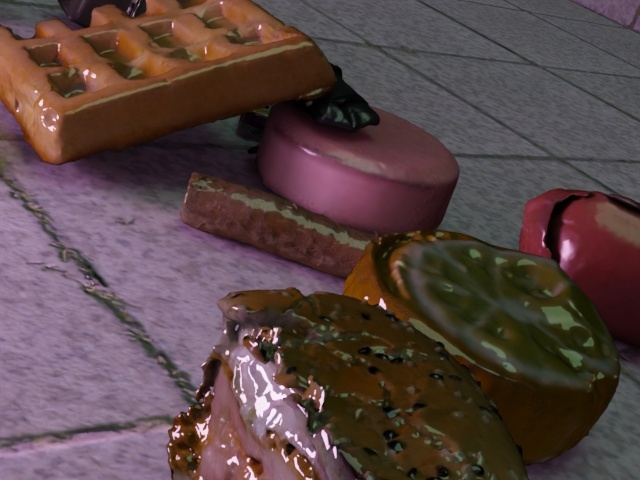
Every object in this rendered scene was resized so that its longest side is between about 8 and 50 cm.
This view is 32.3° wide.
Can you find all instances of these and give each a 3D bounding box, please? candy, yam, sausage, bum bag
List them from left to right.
[{"bbox_3d":[0.000,0.000,1.134,0.300,0.066,0.066,18,23,0],"label":"yam"},{"bbox_3d":[0.005,-0.180,1.314,0.087,0.049,0.197,1,30,-25],"label":"bum bag"},{"bbox_3d":[0.038,-0.095,1.336,0.255,0.094,0.255,16,24,-7],"label":"candy"},{"bbox_3d":[0.139,0.087,0.980,0.260,0.118,0.260,16,26,-8],"label":"candy"},{"bbox_3d":[0.346,0.036,1.208,0.280,0.152,0.152,22,23,8],"label":"sausage"}]

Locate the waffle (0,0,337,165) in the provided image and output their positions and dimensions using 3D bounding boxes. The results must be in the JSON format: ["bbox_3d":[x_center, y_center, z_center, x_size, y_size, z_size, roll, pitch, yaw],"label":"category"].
[{"bbox_3d":[-0.195,-0.204,1.273,0.348,0.077,0.304,-19,34,-24],"label":"waffle"}]

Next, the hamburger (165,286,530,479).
[{"bbox_3d":[0.026,0.153,0.673,0.192,0.167,0.288,2,27,-31],"label":"hamburger"}]

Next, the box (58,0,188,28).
[{"bbox_3d":[-0.255,-0.415,1.589,0.166,0.290,0.220,19,20,-32],"label":"box"}]

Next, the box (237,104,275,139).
[{"bbox_3d":[-0.073,-0.208,1.514,0.050,0.041,0.207,24,35,-14],"label":"box"}]
